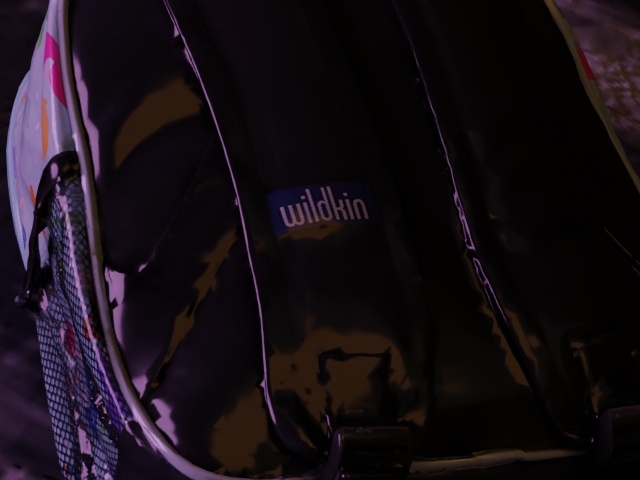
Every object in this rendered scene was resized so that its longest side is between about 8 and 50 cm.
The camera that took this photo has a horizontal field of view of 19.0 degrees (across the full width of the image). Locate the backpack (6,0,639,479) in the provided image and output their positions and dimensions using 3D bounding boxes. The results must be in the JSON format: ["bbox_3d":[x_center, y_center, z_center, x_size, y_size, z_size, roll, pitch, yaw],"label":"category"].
[{"bbox_3d":[0.000,0.000,0.682,0.225,0.191,0.253,-4,62,-23],"label":"backpack"}]
